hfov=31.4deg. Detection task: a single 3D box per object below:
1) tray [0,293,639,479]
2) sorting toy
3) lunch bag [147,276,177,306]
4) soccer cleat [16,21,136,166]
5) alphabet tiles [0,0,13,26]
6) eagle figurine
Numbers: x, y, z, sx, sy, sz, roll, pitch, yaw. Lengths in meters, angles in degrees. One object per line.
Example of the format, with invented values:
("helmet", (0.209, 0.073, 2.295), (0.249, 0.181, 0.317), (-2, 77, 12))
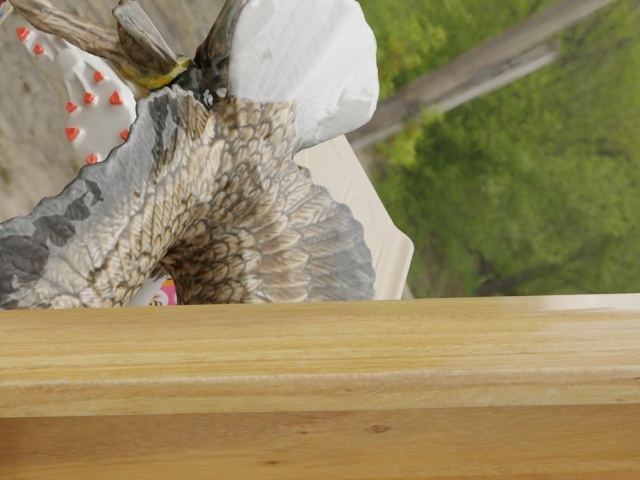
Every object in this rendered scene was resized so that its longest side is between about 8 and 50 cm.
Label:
("tray", (0.045, 0.125, 0.426), (0.076, 0.410, 0.203), (-93, -178, -71))
("sorting toy", (0.000, 0.000, 0.935), (0.208, 0.038, 0.193), (54, 38, -33))
("lunch bag", (-0.325, 0.041, 1.761), (0.258, 0.293, 0.120), (98, -20, -48))
("soccer cleat", (-0.194, -0.120, 0.972), (0.196, 0.068, 0.076), (56, 3, 27))
("alphabet tiles", (-0.260, -0.264, 0.845), (0.011, 0.285, 0.342), (25, -29, 4))
("eagle figurine", (-0.081, 0.012, 0.639), (0.225, 0.226, 0.298), (88, 3, -52))
